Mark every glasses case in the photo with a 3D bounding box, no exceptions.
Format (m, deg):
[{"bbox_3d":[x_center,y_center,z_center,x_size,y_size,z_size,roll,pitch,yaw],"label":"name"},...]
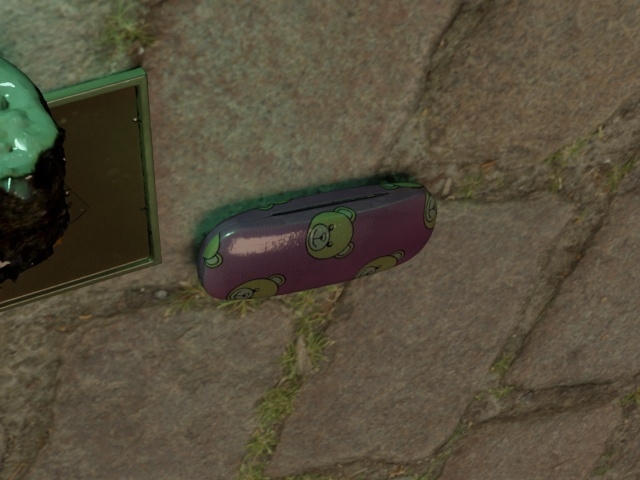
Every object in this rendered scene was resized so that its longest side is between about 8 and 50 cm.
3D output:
[{"bbox_3d":[0.000,0.000,1.738,0.317,0.075,0.123,-12,138,-25],"label":"glasses case"}]

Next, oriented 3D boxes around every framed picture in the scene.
[{"bbox_3d":[-0.280,-0.046,1.540,0.211,0.020,0.289,-18,140,-18],"label":"framed picture"}]

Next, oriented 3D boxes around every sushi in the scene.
[{"bbox_3d":[-0.397,-0.031,1.302,0.349,0.234,0.207,-6,137,-14],"label":"sushi"}]
